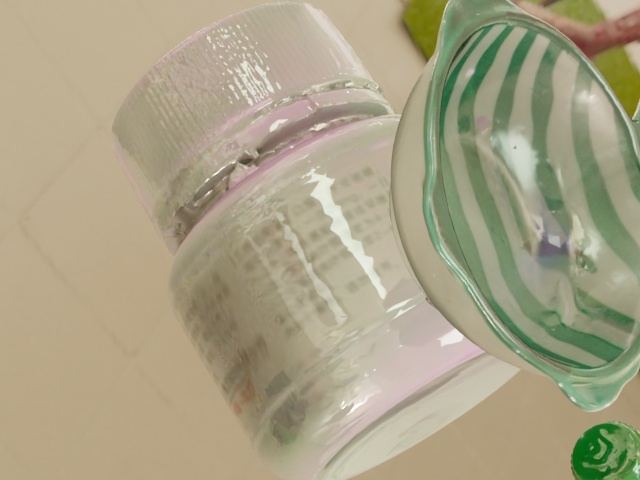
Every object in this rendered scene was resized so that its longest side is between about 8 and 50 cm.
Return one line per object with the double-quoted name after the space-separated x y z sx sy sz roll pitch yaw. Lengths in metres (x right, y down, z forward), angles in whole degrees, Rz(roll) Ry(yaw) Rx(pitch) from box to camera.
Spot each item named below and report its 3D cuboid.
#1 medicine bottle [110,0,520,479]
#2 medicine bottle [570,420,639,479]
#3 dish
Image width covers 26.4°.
0.000 0.000 1.004 0.241 0.241 0.302 -4 57 -55 "medicine bottle"
0.268 0.217 1.007 0.111 0.076 0.309 -52 136 -6 "medicine bottle"
0.107 -0.020 0.731 0.246 0.078 0.224 -17 88 -47 "dish"
